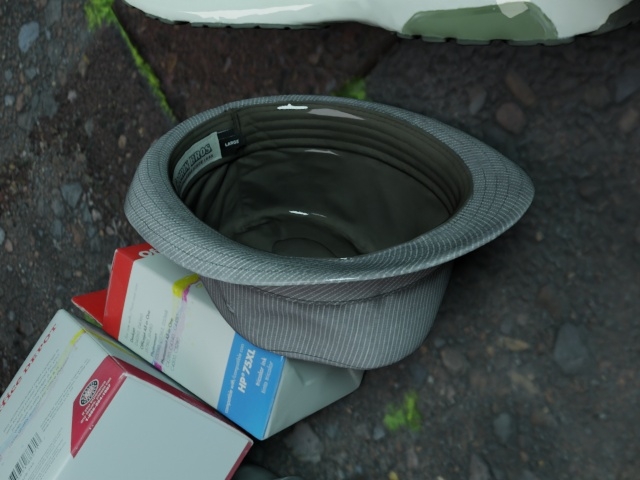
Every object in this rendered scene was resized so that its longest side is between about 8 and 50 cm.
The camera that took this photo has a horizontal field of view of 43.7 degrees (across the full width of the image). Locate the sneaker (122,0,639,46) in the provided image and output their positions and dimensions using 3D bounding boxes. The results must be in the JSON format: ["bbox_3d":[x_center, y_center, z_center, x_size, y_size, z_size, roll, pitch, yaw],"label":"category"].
[{"bbox_3d":[0.014,-0.234,0.518,0.410,0.158,0.182,11,114,26],"label":"sneaker"}]

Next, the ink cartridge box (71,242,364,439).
[{"bbox_3d":[-0.083,0.057,0.667,0.231,0.134,0.078,27,113,29],"label":"ink cartridge box"}]

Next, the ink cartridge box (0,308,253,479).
[{"bbox_3d":[-0.168,0.154,0.631,0.128,0.127,0.176,-58,33,-7],"label":"ink cartridge box"}]

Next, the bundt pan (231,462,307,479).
[{"bbox_3d":[-0.054,0.346,0.712,0.331,0.124,0.331,9,105,36],"label":"bundt pan"}]

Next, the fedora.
[{"bbox_3d":[0.000,0.000,0.545,0.275,0.243,0.124,29,133,39],"label":"fedora"}]
